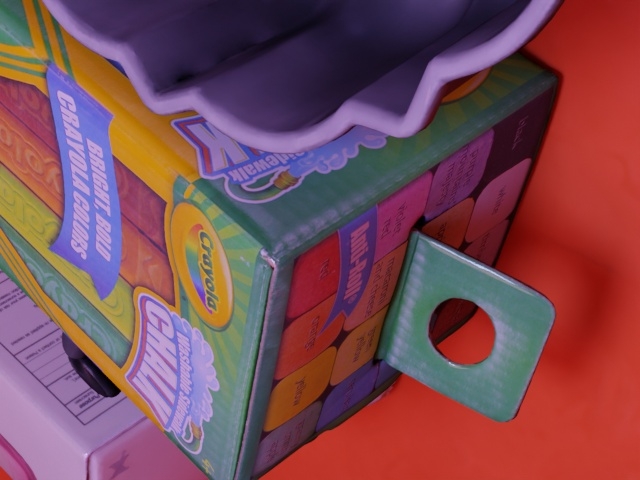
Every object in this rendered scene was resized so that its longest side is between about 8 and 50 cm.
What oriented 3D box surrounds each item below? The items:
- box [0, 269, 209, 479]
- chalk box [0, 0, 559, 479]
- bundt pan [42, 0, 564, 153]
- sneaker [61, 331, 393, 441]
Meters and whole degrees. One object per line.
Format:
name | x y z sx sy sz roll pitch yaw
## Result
box | -0.171 0.077 0.905 0.232 0.149 0.126 38 142 28
chalk box | -0.023 -0.020 0.611 0.289 0.179 0.180 40 143 24
bundt pan | 0.001 -0.204 0.456 0.331 0.124 0.330 21 123 36
sneaker | -0.101 0.011 0.764 0.293 0.146 0.102 45 144 19
